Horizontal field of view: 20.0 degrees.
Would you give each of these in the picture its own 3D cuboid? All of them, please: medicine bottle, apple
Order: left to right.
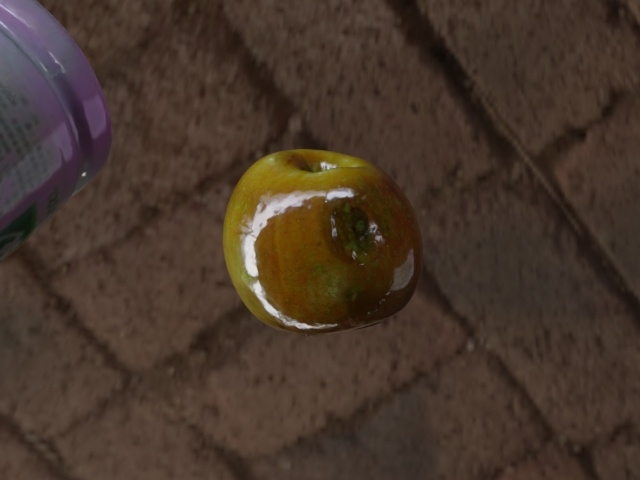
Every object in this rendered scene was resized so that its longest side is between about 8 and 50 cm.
[{"bbox_3d":[-0.332,-0.039,1.345,0.212,0.325,0.212,28,142,24],"label":"medicine bottle"},{"bbox_3d":[0.000,0.000,1.009,0.099,0.114,0.102,-21,109,-34],"label":"apple"}]
